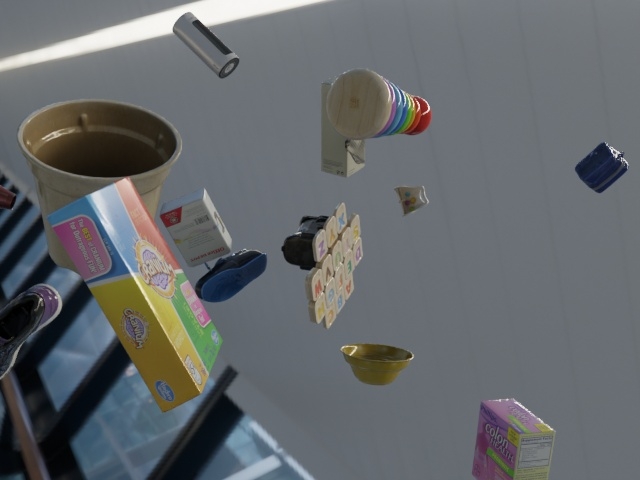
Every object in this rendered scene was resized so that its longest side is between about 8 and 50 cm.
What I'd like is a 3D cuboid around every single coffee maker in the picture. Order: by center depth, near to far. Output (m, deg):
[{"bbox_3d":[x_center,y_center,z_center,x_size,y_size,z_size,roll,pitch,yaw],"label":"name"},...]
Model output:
[{"bbox_3d":[0.000,0.000,2.124,0.178,0.171,0.120,-57,128,-68],"label":"coffee maker"}]

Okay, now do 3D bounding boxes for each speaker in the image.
[{"bbox_3d":[-0.222,-0.377,1.523,0.136,0.055,0.055,45,-28,8],"label":"speaker"}]

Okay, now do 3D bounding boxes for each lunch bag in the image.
[{"bbox_3d":[0.596,-0.153,1.661,0.098,0.065,0.067,-45,-153,28],"label":"lunch bag"}]

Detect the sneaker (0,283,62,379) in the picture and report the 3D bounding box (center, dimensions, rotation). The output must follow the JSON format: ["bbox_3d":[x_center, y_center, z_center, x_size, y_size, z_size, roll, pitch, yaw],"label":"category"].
[{"bbox_3d":[-0.670,0.204,1.638,0.107,0.283,0.124,41,4,-1],"label":"sneaker"}]

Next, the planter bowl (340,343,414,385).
[{"bbox_3d":[0.164,0.371,2.329,0.217,0.217,0.090,13,-80,62],"label":"planter bowl"}]

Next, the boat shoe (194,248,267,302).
[{"bbox_3d":[-0.247,0.094,2.082,0.089,0.258,0.108,21,-66,29],"label":"boat shoe"}]

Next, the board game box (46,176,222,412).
[{"bbox_3d":[-0.264,0.069,1.184,0.316,0.064,0.242,62,5,-10],"label":"board game box"}]

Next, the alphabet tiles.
[{"bbox_3d":[0.037,0.063,1.886,0.021,0.284,0.277,11,-51,22],"label":"alphabet tiles"}]

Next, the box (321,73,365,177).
[{"bbox_3d":[0.068,-0.332,2.292,0.094,0.113,0.275,18,-55,29],"label":"box"}]

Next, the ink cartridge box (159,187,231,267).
[{"bbox_3d":[-0.330,-0.032,2.107,0.072,0.128,0.175,-98,166,-61],"label":"ink cartridge box"}]

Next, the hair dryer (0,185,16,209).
[{"bbox_3d":[-0.800,-0.080,1.744,0.080,0.294,0.223,-82,154,-43],"label":"hair dryer"}]

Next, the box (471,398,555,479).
[{"bbox_3d":[0.547,0.612,2.267,0.213,0.118,0.242,-142,-125,-67],"label":"box"}]

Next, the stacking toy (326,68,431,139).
[{"bbox_3d":[0.148,-0.281,1.689,0.141,0.330,0.141,3,-84,29],"label":"stacking toy"}]

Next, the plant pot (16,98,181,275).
[{"bbox_3d":[-0.488,-0.099,1.743,0.334,0.334,0.305,49,-42,38],"label":"plant pot"}]

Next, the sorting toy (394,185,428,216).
[{"bbox_3d":[0.244,-0.108,2.087,0.045,0.075,0.083,27,47,-63],"label":"sorting toy"}]
